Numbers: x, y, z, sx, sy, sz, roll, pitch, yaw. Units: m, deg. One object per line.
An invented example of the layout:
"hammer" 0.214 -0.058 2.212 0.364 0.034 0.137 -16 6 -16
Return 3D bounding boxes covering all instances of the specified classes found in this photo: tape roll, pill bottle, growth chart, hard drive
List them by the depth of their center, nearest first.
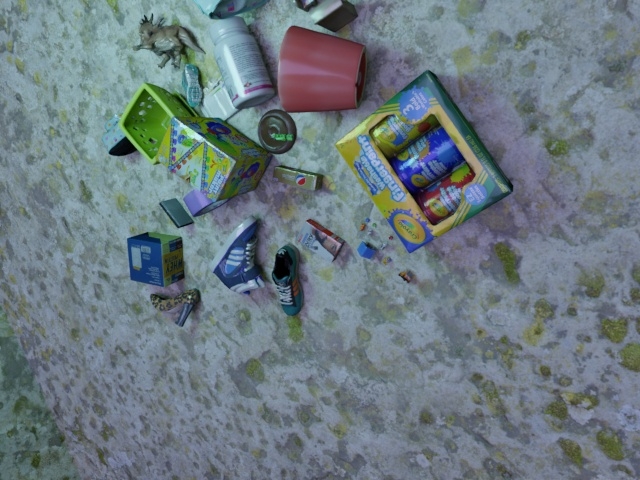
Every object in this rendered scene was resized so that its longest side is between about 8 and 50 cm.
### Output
"pill bottle" -0.285 -0.633 1.591 0.161 0.160 0.282 -17 97 27
"growth chart" -0.381 -0.553 1.734 0.238 0.021 0.171 -21 95 27
"tape roll" -0.443 -0.172 1.771 0.189 0.189 0.080 -29 92 27
"hard drive" -0.621 -0.118 1.917 0.022 0.094 0.135 -39 87 28

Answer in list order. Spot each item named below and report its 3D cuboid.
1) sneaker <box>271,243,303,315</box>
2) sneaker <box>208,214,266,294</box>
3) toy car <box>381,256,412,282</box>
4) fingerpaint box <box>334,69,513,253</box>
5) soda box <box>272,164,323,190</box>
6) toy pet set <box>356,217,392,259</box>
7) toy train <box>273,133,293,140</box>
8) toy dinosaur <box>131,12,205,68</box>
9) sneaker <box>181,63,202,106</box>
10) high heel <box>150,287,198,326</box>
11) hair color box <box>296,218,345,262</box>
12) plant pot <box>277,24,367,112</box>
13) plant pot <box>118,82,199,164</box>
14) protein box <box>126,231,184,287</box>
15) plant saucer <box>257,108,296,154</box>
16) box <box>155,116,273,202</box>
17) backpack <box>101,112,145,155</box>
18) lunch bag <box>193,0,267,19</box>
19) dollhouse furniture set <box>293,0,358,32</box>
"sneaker" -0.142 0.171 1.771 0.108 0.121 0.301 2 105 24
"sneaker" -0.289 0.080 1.821 0.236 0.130 0.322 40 112 -1
"toy car" 0.283 0.101 1.605 0.122 0.060 0.040 42 85 1
"fingerpaint box" 0.326 -0.243 1.428 0.371 0.163 0.444 -34 89 27
"soda box" -0.085 -0.236 1.668 0.182 0.061 0.058 17 110 19
"toy pet set" 0.179 0.002 1.615 0.122 0.065 0.114 37 115 11
"toy train" -0.138 -0.382 1.645 0.084 0.017 0.023 7 118 22
"toy dinosaur" -0.596 -0.785 1.718 0.296 0.127 0.200 0 68 8
"sneaker" -0.513 -0.604 1.752 0.076 0.065 0.166 -6 87 50
"high heel" -0.681 0.260 2.075 0.261 0.093 0.186 29 92 27
"hair color box" 0.000 0.000 1.701 0.167 0.053 0.093 32 114 12
"plant pot" 0.016 -0.540 1.441 0.244 0.275 0.274 11 108 11
"plant pot" -0.610 -0.458 1.756 0.227 0.207 0.228 -43 85 26
"protein box" -0.741 0.082 2.002 0.200 0.136 0.200 8 107 21
"plant saucer" -0.171 -0.410 1.677 0.169 0.029 0.168 6 106 22
"box" -0.382 -0.307 1.634 0.279 0.290 0.177 36 113 7
"backpack" -0.827 -0.444 1.878 0.188 0.166 0.144 -38 86 24
"lunch bag" -0.335 -0.873 1.483 0.223 0.262 0.160 50 158 6
"dollhouse furniture set" 0.004 -0.814 1.413 0.212 0.161 0.241 -24 94 27
